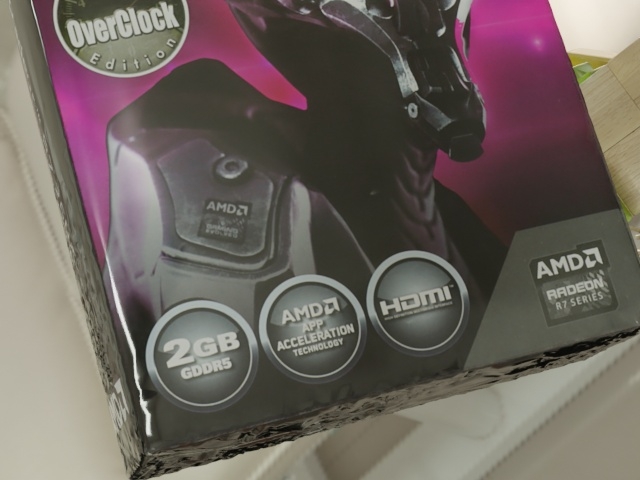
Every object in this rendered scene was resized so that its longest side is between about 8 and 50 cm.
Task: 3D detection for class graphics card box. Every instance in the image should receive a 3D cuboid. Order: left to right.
[{"bbox_3d":[-0.020,-0.100,0.622,0.094,0.232,0.371,130,126,-69],"label":"graphics card box"}]

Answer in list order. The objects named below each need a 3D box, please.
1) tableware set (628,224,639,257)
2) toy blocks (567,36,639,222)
[{"bbox_3d":[0.399,-0.007,1.372,0.194,0.128,0.039,-5,90,46],"label":"tableware set"},{"bbox_3d":[0.312,-0.132,1.016,0.261,0.381,0.191,-39,83,33],"label":"toy blocks"}]
